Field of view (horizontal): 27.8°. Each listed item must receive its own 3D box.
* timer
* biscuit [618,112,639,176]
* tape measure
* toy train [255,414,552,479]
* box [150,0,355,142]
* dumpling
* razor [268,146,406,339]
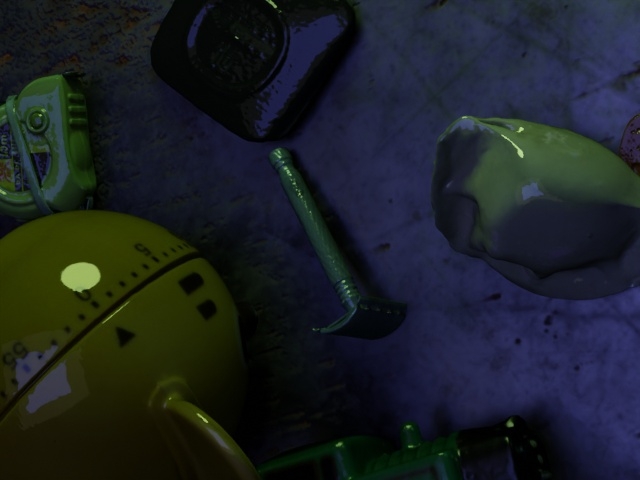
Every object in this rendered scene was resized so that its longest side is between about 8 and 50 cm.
[{"bbox_3d":[-0.209,0.164,1.361,0.387,0.376,0.376,43,109,6],"label":"timer"},{"bbox_3d":[0.329,-0.080,1.258,0.078,0.015,0.091,14,98,23],"label":"biscuit"},{"bbox_3d":[-0.339,-0.099,1.538,0.154,0.087,0.178,-9,89,14],"label":"tape measure"},{"bbox_3d":[0.096,0.304,1.306,0.429,0.178,0.249,-22,71,25],"label":"toy train"},{"bbox_3d":[-0.081,-0.226,1.435,0.212,0.042,0.201,39,107,21],"label":"box"},{"bbox_3d":[0.221,-0.020,1.270,0.252,0.131,0.179,20,126,4],"label":"dumpling"},{"bbox_3d":[0.000,0.000,1.392,0.068,0.106,0.232,-37,65,21],"label":"razor"}]
